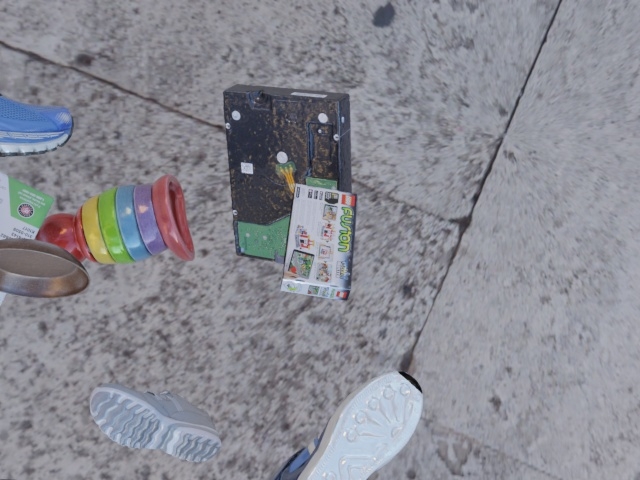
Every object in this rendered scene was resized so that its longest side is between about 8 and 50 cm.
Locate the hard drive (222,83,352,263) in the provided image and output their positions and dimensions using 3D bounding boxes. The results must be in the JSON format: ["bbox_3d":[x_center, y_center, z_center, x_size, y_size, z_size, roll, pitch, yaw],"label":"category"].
[{"bbox_3d":[-0.056,-0.116,1.651,0.237,0.064,0.339,8,116,23],"label":"hard drive"}]

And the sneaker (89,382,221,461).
[{"bbox_3d":[-0.324,0.339,1.706,0.281,0.115,0.105,34,110,-32],"label":"sneaker"}]

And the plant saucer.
[{"bbox_3d":[-0.475,0.042,1.440,0.198,0.198,0.036,-4,63,12],"label":"plant saucer"}]

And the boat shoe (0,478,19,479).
[{"bbox_3d":[-0.575,0.400,1.396,0.206,0.065,0.075,12,139,-16],"label":"boat shoe"}]

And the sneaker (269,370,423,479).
[{"bbox_3d":[0.023,0.366,1.524,0.130,0.236,0.323,43,65,-5],"label":"sneaker"}]

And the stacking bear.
[{"bbox_3d":[-0.416,-0.021,1.734,0.289,0.164,0.175,-14,75,3],"label":"stacking bear"}]

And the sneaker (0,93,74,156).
[{"bbox_3d":[-0.424,-0.172,0.968,0.130,0.330,0.147,6,87,48],"label":"sneaker"}]

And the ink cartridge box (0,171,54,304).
[{"bbox_3d":[-0.641,0.000,1.576,0.117,0.201,0.278,18,81,46],"label":"ink cartridge box"}]

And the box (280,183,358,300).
[{"bbox_3d":[0.000,0.000,1.480,0.114,0.207,0.036,10,142,-4],"label":"box"}]
